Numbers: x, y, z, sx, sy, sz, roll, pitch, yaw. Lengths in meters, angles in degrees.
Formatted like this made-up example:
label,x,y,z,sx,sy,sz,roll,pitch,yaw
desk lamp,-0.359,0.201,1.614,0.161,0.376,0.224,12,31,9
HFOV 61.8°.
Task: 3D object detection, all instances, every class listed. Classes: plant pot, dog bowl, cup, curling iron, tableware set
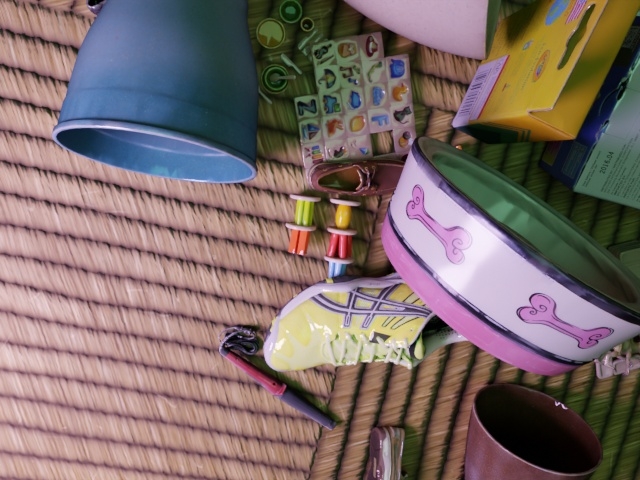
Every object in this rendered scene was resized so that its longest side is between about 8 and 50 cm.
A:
label,x,y,z,sx,sy,sz,roll,pitch,yaw
plant pot,-0.206,-0.236,0.756,0.272,0.271,0.255,9,84,-7
dog bowl,0.268,0.022,0.784,0.408,0.408,0.150,29,113,-10
plant pot,0.345,0.415,0.953,0.216,0.215,0.230,9,113,-7
cup,0.139,-0.433,0.750,0.237,0.331,0.330,10,99,19
curling iron,-0.071,0.250,0.950,0.068,0.035,0.274,-44,100,2
tableware set,-0.068,-0.308,0.867,0.104,0.024,0.154,43,93,-10

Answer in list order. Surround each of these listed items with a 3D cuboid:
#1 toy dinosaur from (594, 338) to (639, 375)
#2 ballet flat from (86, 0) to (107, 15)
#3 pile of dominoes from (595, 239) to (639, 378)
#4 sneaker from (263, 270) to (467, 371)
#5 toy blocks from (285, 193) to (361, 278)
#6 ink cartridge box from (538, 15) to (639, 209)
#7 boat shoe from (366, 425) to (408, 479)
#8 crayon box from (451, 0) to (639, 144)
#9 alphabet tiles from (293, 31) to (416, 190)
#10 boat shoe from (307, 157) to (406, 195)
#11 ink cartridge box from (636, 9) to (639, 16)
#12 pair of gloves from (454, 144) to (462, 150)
label,x,y,z,sx,sy,sz,roll,pitch,yaw
toy dinosaur,0.542,0.189,0.986,0.183,0.053,0.092,27,87,-20
ballet flat,-0.287,-0.406,0.802,0.057,0.049,0.173,39,104,-12
pile of dominoes,0.599,0.124,1.011,0.196,0.040,0.251,-14,108,-1
sneaker,0.091,0.139,0.878,0.385,0.147,0.145,-19,125,-1
toy blocks,0.000,0.000,0.908,0.123,0.054,0.148,5,99,-8
ink cartridge box,0.550,-0.190,0.861,0.396,0.151,0.269,13,113,-10
boat shoe,0.130,0.439,0.990,0.072,0.068,0.189,2,99,-18
crayon box,0.319,-0.247,0.768,0.081,0.318,0.202,24,96,-9
alphabet tiles,0.058,-0.215,0.891,0.198,0.009,0.237,-11,106,-4
boat shoe,0.069,-0.101,0.887,0.178,0.060,0.064,-3,106,-7
ink cartridge box,0.651,-0.379,0.923,0.208,0.045,0.206,-44,100,1
pair of gloves,0.217,-0.124,0.934,0.083,0.010,0.074,-14,102,-1
